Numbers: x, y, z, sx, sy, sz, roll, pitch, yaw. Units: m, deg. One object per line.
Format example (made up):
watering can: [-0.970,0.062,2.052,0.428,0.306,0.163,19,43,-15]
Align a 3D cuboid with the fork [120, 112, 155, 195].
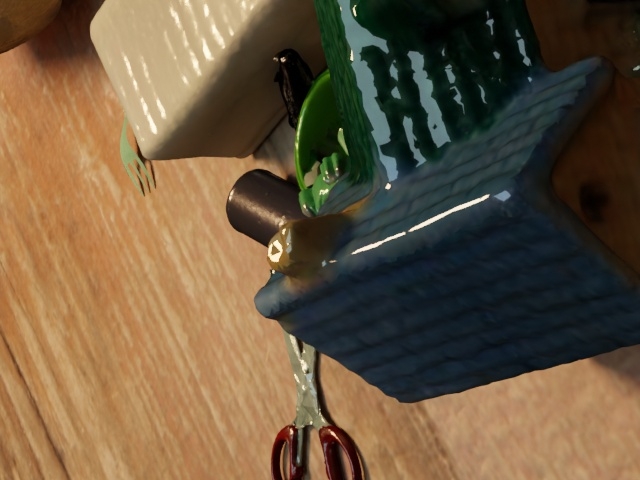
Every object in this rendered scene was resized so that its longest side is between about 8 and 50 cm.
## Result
fork: [-0.244,-0.168,1.739,0.039,0.021,0.235,-26,75,46]

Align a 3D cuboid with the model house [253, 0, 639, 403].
model house: [0.137,-0.099,1.027,0.334,0.342,0.382,-24,76,51]

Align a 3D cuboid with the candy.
candy: [-0.083,-0.249,1.431,0.358,0.145,0.208,-44,62,46]

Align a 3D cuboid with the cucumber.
cucumber: [-0.026,-0.151,1.388,0.039,0.163,0.043,12,68,13]

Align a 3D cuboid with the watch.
watch: [0.049,-0.097,1.331,0.165,0.131,0.152,119,148,-41]

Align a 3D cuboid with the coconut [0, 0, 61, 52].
coconut: [-0.468,-0.377,1.744,0.346,0.346,0.360,-52,55,41]

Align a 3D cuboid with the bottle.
bottle: [0.000,0.000,1.417,0.244,0.072,0.082,27,74,45]

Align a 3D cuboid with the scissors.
scissors: [-0.017,0.150,1.507,0.144,0.017,0.248,-9,86,51]
